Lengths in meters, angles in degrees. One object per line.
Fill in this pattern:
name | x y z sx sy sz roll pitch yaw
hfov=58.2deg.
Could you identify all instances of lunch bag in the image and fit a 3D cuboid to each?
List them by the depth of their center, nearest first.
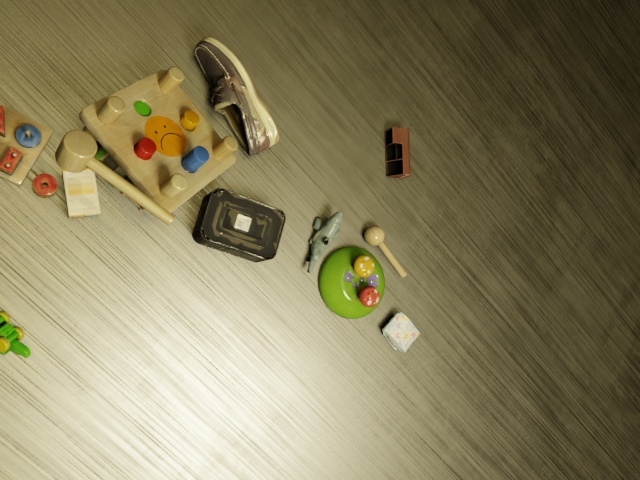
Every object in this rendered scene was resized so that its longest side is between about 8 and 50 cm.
lunch bag | 0.201 0.231 1.469 0.071 0.053 0.083 -47 114 -20

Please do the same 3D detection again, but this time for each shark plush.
shark plush | 0.000 0.000 1.391 0.073 0.067 0.161 44 68 -15

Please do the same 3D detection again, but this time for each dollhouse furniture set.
dollhouse furniture set | -0.406 -0.132 1.208 0.152 0.076 0.058 44 69 -14

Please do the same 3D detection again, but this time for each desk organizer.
desk organizer | 0.205 -0.233 1.528 0.050 0.047 0.130 1 83 -23

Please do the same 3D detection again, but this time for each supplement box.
supplement box | -0.493 -0.098 1.184 0.062 0.036 0.098 -7 87 -26

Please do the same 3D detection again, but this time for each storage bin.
storage bin | -0.183 -0.032 1.299 0.180 0.084 0.122 20 76 -23

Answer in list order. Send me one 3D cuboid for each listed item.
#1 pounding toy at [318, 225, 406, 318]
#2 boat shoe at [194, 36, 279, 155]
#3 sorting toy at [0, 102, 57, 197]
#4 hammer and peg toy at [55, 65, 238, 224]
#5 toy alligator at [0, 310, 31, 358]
pounding toy | 0.118 0.085 1.414 0.237 0.110 0.183 -40 101 -23
boat shoe | -0.204 -0.326 1.315 0.092 0.103 0.285 -41 108 -29
sorting toy | -0.631 -0.203 1.126 0.274 0.046 0.132 29 72 -19
hammer and peg toy | -0.344 -0.175 1.153 0.266 0.127 0.361 51 42 -12
toy alligator | -0.628 0.158 1.085 0.051 0.056 0.189 -35 102 16
